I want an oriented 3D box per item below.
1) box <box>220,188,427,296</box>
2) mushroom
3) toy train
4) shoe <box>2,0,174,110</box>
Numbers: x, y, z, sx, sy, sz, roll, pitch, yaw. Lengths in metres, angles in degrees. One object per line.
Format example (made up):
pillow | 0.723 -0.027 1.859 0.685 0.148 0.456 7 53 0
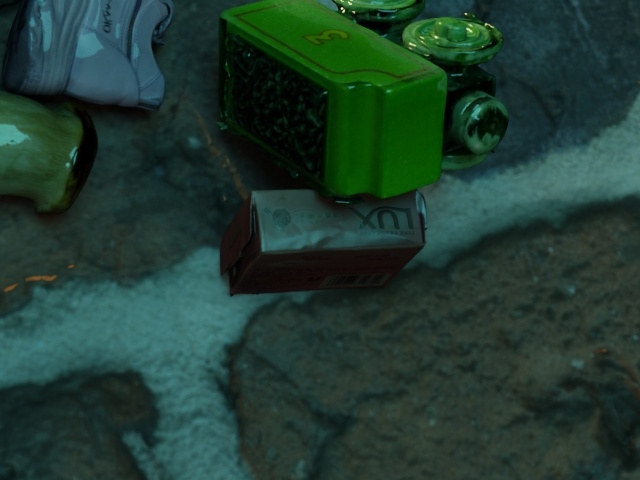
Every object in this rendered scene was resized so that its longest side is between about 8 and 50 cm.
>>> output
box | 0.000 0.000 1.408 0.156 0.111 0.060 -3 72 -20
mushroom | -0.336 -0.083 1.356 0.312 0.081 0.100 6 63 -13
toy train | 0.035 -0.131 1.413 0.188 0.132 0.243 -20 37 -32
shoe | -0.185 -0.222 1.450 0.138 0.095 0.245 18 64 -23
